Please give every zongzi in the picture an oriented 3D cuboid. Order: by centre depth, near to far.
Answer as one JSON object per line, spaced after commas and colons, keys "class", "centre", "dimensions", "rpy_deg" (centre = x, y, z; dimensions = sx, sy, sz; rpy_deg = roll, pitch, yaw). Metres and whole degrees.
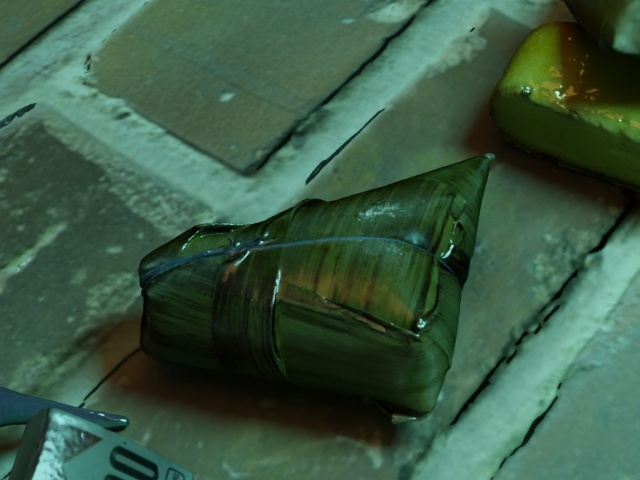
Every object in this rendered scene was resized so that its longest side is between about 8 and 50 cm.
{"class": "zongzi", "centre": [0.000, 0.000, 0.973], "dimensions": [0.221, 0.112, 0.242], "rpy_deg": [9, 47, 12]}

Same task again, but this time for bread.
{"class": "bread", "centre": [0.250, -0.085, 1.022], "dimensions": [0.245, 0.102, 0.094], "rpy_deg": [22, 64, 22]}

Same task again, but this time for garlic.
{"class": "garlic", "centre": [0.263, -0.204, 1.043], "dimensions": [0.143, 0.112, 0.318], "rpy_deg": [18, 34, 13]}

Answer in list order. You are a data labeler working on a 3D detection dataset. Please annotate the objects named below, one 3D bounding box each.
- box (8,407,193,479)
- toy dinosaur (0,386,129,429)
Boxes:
{"class": "box", "centre": [-0.148, 0.203, 0.834], "dimensions": [0.115, 0.036, 0.177], "rpy_deg": [30, 50, -24]}
{"class": "toy dinosaur", "centre": [-0.311, 0.107, 0.772], "dimensions": [0.383, 0.331, 0.129], "rpy_deg": [-26, 57, -14]}
